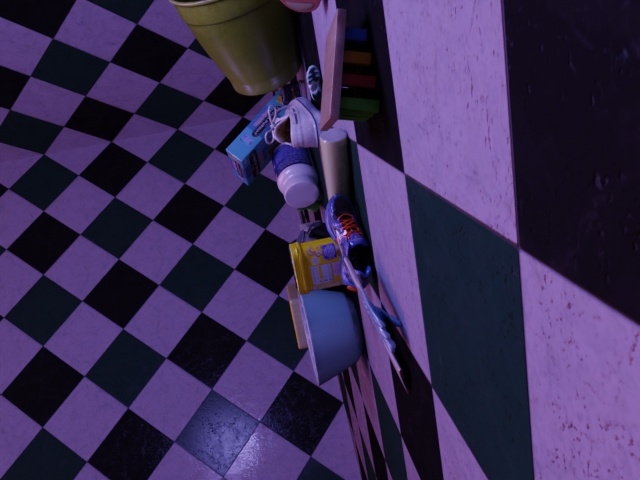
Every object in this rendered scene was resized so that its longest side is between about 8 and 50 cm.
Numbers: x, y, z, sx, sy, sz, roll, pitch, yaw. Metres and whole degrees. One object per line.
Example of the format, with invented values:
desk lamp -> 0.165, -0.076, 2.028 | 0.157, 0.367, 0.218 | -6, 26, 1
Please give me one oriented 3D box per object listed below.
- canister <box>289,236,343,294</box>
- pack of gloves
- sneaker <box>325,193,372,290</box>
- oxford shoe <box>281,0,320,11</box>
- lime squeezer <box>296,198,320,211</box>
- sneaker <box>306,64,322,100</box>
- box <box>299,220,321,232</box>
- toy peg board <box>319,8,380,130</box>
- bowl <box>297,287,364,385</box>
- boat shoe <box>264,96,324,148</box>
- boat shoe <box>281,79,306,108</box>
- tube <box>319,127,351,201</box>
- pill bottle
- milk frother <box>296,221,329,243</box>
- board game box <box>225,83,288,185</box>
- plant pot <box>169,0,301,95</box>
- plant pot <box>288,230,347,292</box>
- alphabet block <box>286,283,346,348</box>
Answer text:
canister -> 0.020, 0.053, 1.370 | 0.073, 0.169, 0.126 | -114, 13, -70
pack of gloves -> 0.129, 0.161, 1.157 | 0.232, 0.046, 0.195 | -115, -1, -51
sneaker -> 0.073, -0.002, 1.274 | 0.087, 0.083, 0.221 | 137, 117, -69
oxford shoe -> -0.050, -0.618, 1.052 | 0.397, 0.140, 0.147 | 77, -150, -55
lime squeezer -> -0.054, -0.167, 2.215 | 0.059, 0.109, 0.310 | -59, 20, 29
sneaker -> -0.022, -0.424, 1.505 | 0.069, 0.038, 0.098 | -107, 7, -45
box -> -0.014, 0.067, 2.328 | 0.113, 0.094, 0.275 | -117, 16, -74
toy peg board -> 0.049, -0.264, 0.926 | 0.161, 0.079, 0.161 | -145, 59, -83
bowl -> 0.036, 0.284, 1.804 | 0.311, 0.163, 0.312 | 168, 90, -84
boat shoe -> -0.093, -0.334, 1.697 | 0.367, 0.156, 0.136 | -122, 22, -63
boat shoe -> -0.086, -0.451, 1.952 | 0.065, 0.083, 0.183 | -108, 8, -56
tube -> 0.039, -0.138, 1.320 | 0.062, 0.070, 0.240 | -123, 18, -48
pill bottle -> -0.091, -0.251, 2.098 | 0.153, 0.153, 0.265 | 83, 173, -46
milk frother -> 0.000, 0.000, 1.712 | 0.143, 0.134, 0.129 | -128, 57, -74
board game box -> -0.201, -0.390, 2.156 | 0.079, 0.336, 0.254 | 37, 168, 8
plant pot -> -0.225, -0.656, 1.772 | 0.367, 0.366, 0.353 | -107, -5, -47
plant pot -> -0.012, 0.073, 1.873 | 0.188, 0.166, 0.188 | 86, 171, -67
alphabet block -> -0.006, 0.252, 2.049 | 0.193, 0.197, 0.193 | -123, 22, -77
